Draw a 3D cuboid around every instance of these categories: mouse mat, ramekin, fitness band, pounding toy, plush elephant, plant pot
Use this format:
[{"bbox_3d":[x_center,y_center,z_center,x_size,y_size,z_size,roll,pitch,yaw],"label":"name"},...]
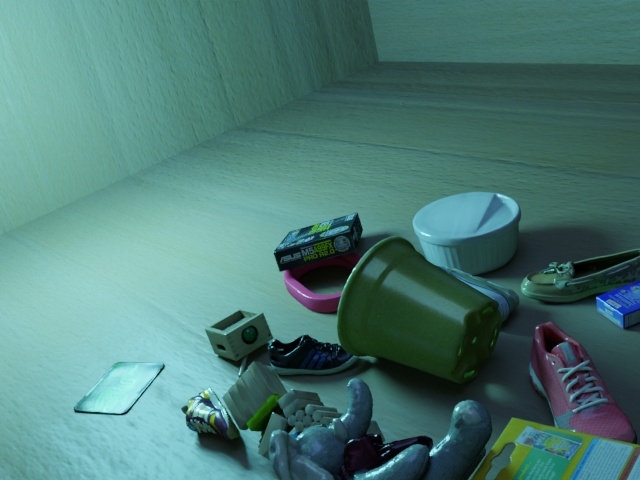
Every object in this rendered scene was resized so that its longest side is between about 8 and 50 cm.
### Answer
[{"bbox_3d":[-0.473,0.344,1.789,0.153,0.007,0.189,-3,28,23],"label":"mouse mat"},{"bbox_3d":[0.381,-0.014,1.946,0.273,0.127,0.273,-12,24,5],"label":"ramekin"},{"bbox_3d":[0.024,0.101,1.990,0.209,0.054,0.291,-26,26,-18],"label":"fitness band"},{"bbox_3d":[-0.187,0.238,1.780,0.130,0.100,0.141,-29,18,-31],"label":"pounding toy"},{"bbox_3d":[0.072,0.339,1.154,0.255,0.272,0.330,35,81,21],"label":"plush elephant"},{"bbox_3d":[0.217,0.162,1.552,0.254,0.276,0.276,24,43,36],"label":"plant pot"}]

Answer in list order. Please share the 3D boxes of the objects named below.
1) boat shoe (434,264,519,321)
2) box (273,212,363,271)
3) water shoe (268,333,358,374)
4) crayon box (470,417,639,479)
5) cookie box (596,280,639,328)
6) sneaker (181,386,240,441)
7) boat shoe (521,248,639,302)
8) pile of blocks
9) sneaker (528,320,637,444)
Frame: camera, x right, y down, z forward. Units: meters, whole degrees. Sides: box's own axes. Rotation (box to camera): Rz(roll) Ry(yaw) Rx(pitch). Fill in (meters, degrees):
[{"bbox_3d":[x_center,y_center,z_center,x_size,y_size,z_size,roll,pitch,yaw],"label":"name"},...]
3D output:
[{"bbox_3d":[0.315,0.120,1.757,0.302,0.109,0.094,23,28,40],"label":"boat shoe"},{"bbox_3d":[0.000,0.000,2.102,0.216,0.060,0.270,-16,10,11],"label":"box"},{"bbox_3d":[-0.017,0.247,1.663,0.203,0.080,0.073,-9,26,10],"label":"water shoe"},{"bbox_3d":[0.395,0.386,1.121,0.323,0.083,0.203,4,33,42],"label":"crayon box"},{"bbox_3d":[0.653,0.134,1.593,0.107,0.040,0.092,-18,25,-10],"label":"cookie box"},{"bbox_3d":[-0.227,0.370,1.545,0.084,0.069,0.185,-31,22,-14],"label":"sneaker"},{"bbox_3d":[0.593,0.072,1.698,0.286,0.089,0.104,-9,26,12],"label":"boat shoe"},{"bbox_3d":[-0.024,0.359,1.439,0.362,0.148,0.113,21,-1,38],"label":"pile of blocks"},{"bbox_3d":[0.443,0.255,1.339,0.116,0.136,0.314,-17,25,-3],"label":"sneaker"}]
